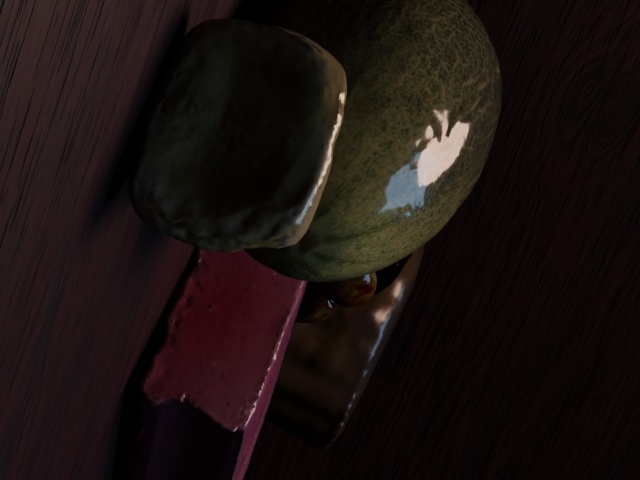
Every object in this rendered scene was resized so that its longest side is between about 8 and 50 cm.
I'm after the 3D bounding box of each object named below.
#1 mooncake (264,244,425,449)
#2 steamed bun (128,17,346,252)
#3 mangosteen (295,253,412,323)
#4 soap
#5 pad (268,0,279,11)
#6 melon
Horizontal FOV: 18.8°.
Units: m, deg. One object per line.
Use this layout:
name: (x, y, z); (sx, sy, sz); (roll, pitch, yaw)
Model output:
mooncake: (-0.005, 0.092, 2.485); (0.324, 0.187, 0.324); (-64, -179, 2)
steamed bun: (-0.061, -0.071, 1.463); (0.155, 0.140, 0.172); (120, -10, -85)
mangosteen: (0.000, 0.000, 2.233); (0.250, 0.211, 0.211); (-59, 173, -34)
soap: (-0.122, 0.167, 2.104); (0.359, 0.128, 0.233); (107, 4, -59)
pad: (0.055, -0.277, 1.766); (0.267, 0.181, 0.004); (110, -32, -47)
melon: (0.028, -0.104, 1.717); (0.329, 0.248, 0.249); (-55, 169, -43)
